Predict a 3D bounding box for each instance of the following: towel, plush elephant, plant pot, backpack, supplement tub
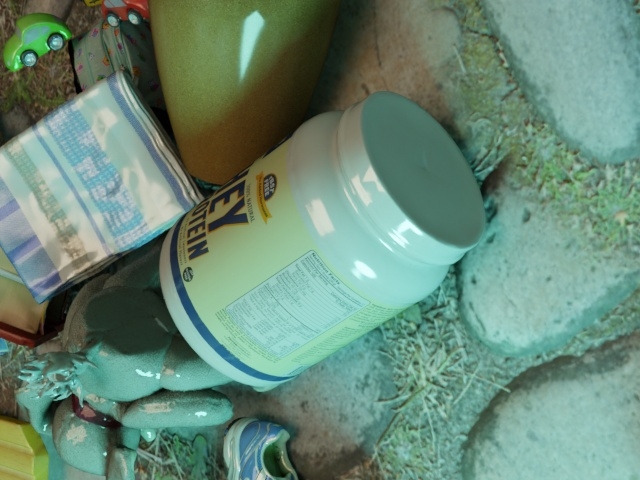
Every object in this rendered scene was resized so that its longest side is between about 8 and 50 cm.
[{"bbox_3d":[-0.306,-0.065,1.709,0.285,0.034,0.209,-30,95,18],"label":"towel"},{"bbox_3d":[-0.245,0.194,1.702,0.272,0.330,0.255,44,136,25],"label":"plush elephant"},{"bbox_3d":[-0.099,-0.203,1.612,0.237,0.237,0.254,23,118,35],"label":"plant pot"},{"bbox_3d":[-0.260,-0.208,1.783,0.115,0.152,0.182,-25,72,16],"label":"backpack"},{"bbox_3d":[0.000,0.000,1.514,0.325,0.235,0.235,-35,70,33],"label":"supplement tub"}]

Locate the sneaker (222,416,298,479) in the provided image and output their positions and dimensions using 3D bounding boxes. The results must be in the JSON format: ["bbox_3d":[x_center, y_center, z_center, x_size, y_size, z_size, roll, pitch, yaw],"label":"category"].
[{"bbox_3d":[-0.073,0.327,1.672,0.081,0.080,0.211,-9,86,40],"label":"sneaker"}]

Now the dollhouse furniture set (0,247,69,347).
[{"bbox_3d":[-0.509,-0.018,1.861,0.374,0.152,0.201,21,104,6],"label":"dollhouse furniture set"}]

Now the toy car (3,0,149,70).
[{"bbox_3d":[-0.324,-0.300,1.750,0.225,0.053,0.239,-33,31,-7],"label":"toy car"}]

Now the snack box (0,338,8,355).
[{"bbox_3d":[-0.531,0.094,2.033,0.022,0.064,0.178,-34,70,31],"label":"snack box"}]

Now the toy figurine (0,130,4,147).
[{"bbox_3d":[-0.597,-0.126,1.987,0.213,0.209,0.148,-57,47,24],"label":"toy figurine"}]

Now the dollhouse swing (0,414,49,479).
[{"bbox_3d":[-0.604,0.402,1.969,0.305,0.315,0.346,9,96,58],"label":"dollhouse swing"}]
